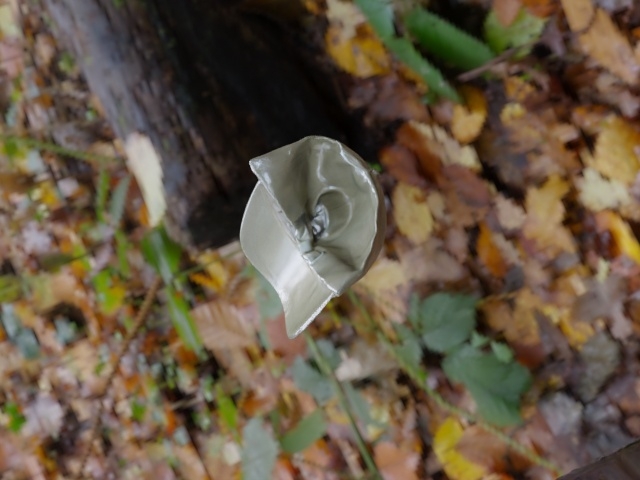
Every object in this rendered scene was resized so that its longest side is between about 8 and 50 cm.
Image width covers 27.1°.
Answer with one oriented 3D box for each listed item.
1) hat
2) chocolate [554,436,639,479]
[{"bbox_3d":[0.000,0.000,1.347,0.166,0.144,0.173,60,171,19],"label":"hat"},{"bbox_3d":[0.201,0.251,1.058,0.112,0.321,0.112,50,152,40],"label":"chocolate"}]
